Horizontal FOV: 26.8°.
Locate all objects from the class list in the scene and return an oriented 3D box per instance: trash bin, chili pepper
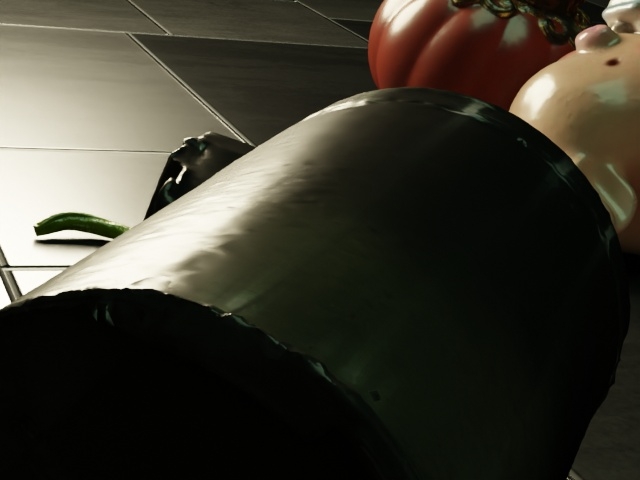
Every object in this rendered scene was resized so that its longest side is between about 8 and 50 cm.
[{"bbox_3d":[-0.005,0.066,0.514,0.252,0.203,0.301,32,25,8],"label":"trash bin"},{"bbox_3d":[-0.159,-0.008,0.942,0.083,0.017,0.030,10,20,4],"label":"chili pepper"}]

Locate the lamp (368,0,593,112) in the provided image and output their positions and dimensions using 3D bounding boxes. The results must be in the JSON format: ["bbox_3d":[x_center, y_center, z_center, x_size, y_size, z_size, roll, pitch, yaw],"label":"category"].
[{"bbox_3d":[0.151,-0.157,1.233,0.227,0.226,0.227,8,19,-3],"label":"lamp"}]

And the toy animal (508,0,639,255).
[{"bbox_3d":[0.271,-0.093,1.069,0.256,0.212,0.195,6,0,-21],"label":"toy animal"}]
